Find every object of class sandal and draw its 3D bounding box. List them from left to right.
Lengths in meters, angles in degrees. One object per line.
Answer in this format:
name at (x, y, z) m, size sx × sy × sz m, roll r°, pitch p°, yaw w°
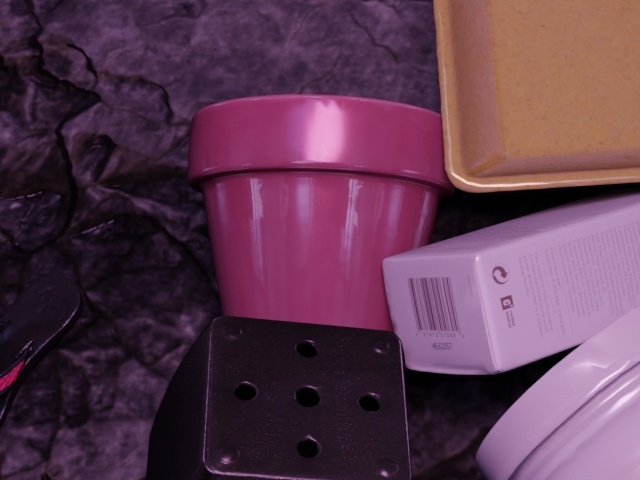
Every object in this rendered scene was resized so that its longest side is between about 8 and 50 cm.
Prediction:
sandal at (-0.259, 0.096, 1.105) m, size 0.067 × 0.040 × 0.179 m, roll 31°, pitch 75°, yaw 19°

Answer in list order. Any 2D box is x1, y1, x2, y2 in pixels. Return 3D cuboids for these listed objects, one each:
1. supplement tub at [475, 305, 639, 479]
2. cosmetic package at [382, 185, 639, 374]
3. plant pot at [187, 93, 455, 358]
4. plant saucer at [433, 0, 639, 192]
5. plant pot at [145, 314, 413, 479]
supplement tub at (0.267, 0.208, 0.878) m, size 0.228 × 0.228 × 0.316 m, roll -35°, pitch 67°, yaw -7°
cosmetic package at (0.170, 0.022, 0.972) m, size 0.231 × 0.117 × 0.086 m, roll -14°, pitch 95°, yaw -29°
plant pot at (0.000, 0.000, 1.036) m, size 0.201 × 0.201 × 0.180 m, roll 0°, pitch 83°, yaw 9°
plant saucer at (0.246, -0.189, 1.047) m, size 0.332 × 0.081 × 0.333 m, roll -3°, pitch 73°, yaw 1°
plant pot at (-0.021, 0.155, 0.923) m, size 0.187 × 0.167 × 0.188 m, roll 6°, pitch 45°, yaw -6°
